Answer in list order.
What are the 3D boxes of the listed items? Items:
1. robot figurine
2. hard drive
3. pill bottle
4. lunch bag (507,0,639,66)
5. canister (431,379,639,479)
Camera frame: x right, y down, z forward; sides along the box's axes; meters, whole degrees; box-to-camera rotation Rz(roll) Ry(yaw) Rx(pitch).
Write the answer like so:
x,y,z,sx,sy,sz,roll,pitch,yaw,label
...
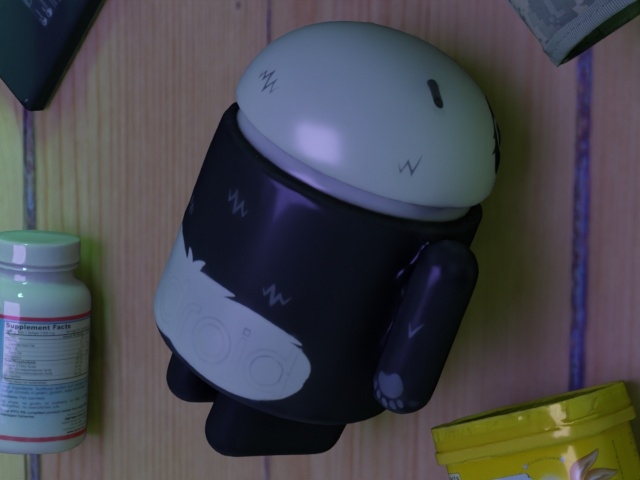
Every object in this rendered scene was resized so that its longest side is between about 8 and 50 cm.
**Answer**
x,y,z,sx,sy,sz,roll,pitch,yaw,label
0.003,0.001,1.055,0.209,0.173,0.278,26,113,9,robot figurine
-0.216,-0.180,1.307,0.094,0.022,0.135,49,122,24,hard drive
-0.219,0.076,1.298,0.087,0.087,0.160,11,102,38,pill bottle
0.162,-0.256,0.866,0.287,0.169,0.235,-35,89,37,lunch bag
0.145,0.180,1.019,0.126,0.073,0.170,-18,85,40,canister
